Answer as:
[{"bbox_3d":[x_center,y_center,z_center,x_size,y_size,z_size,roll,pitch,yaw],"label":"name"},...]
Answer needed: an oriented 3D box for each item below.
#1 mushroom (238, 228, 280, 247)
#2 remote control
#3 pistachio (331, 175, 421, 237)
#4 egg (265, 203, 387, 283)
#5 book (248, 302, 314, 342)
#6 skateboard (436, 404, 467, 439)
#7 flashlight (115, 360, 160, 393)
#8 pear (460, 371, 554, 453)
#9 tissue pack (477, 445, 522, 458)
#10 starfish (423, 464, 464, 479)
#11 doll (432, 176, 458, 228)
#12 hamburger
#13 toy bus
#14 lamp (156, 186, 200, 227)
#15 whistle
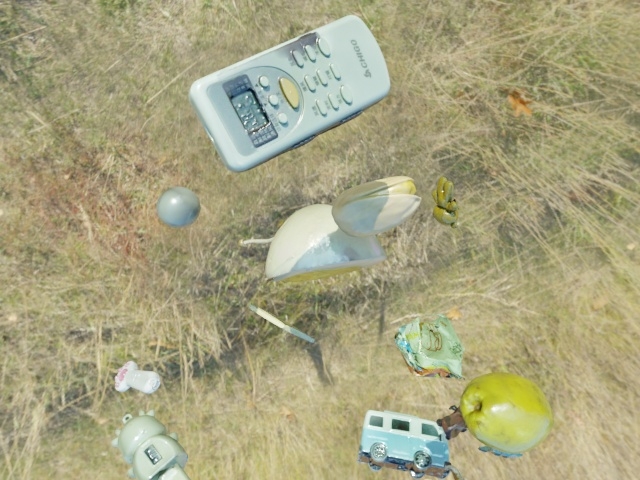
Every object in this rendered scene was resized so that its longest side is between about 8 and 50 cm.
[{"bbox_3d":[-0.205,-0.007,1.704,0.068,0.043,0.306,-5,174,-45],"label":"mushroom"},{"bbox_3d":[-0.030,-0.216,0.663,0.296,0.056,0.140,-31,104,-18],"label":"remote control"},{"bbox_3d":[0.117,-0.072,0.998,0.200,0.117,0.145,-14,172,32],"label":"pistachio"},{"bbox_3d":[0.000,0.000,1.246,0.337,0.337,0.201,-12,83,-3],"label":"egg"},{"bbox_3d":[-0.141,0.295,1.626,0.160,0.228,0.024,35,79,-39],"label":"book"},{"bbox_3d":[0.332,0.425,1.070,0.080,0.067,0.151,-34,159,26],"label":"skateboard"},{"bbox_3d":[-0.552,0.415,1.364,0.200,0.093,0.047,-4,146,39],"label":"flashlight"},{"bbox_3d":[0.253,0.234,0.625,0.131,0.107,0.107,10,121,-30],"label":"pear"},{"bbox_3d":[0.533,0.632,1.357,0.085,0.028,0.138,15,157,6],"label":"tissue pack"},{"bbox_3d":[0.285,0.616,0.992,0.071,0.238,0.216,-10,126,30],"label":"starfish"},{"bbox_3d":[0.511,-0.155,1.822,0.097,0.137,0.209,-24,130,-23],"label":"doll"},{"bbox_3d":[0.391,0.345,1.580,0.261,0.276,0.150,19,119,5],"label":"hamburger"},{"bbox_3d":[0.257,0.623,1.398,0.271,0.164,0.133,8,140,7],"label":"toy bus"},{"bbox_3d":[-0.349,-0.081,1.119,0.105,0.105,0.105,-5,123,-8],"label":"lamp"},{"bbox_3d":[-0.321,0.431,0.897,0.110,0.244,0.092,-37,148,-31],"label":"whistle"}]
